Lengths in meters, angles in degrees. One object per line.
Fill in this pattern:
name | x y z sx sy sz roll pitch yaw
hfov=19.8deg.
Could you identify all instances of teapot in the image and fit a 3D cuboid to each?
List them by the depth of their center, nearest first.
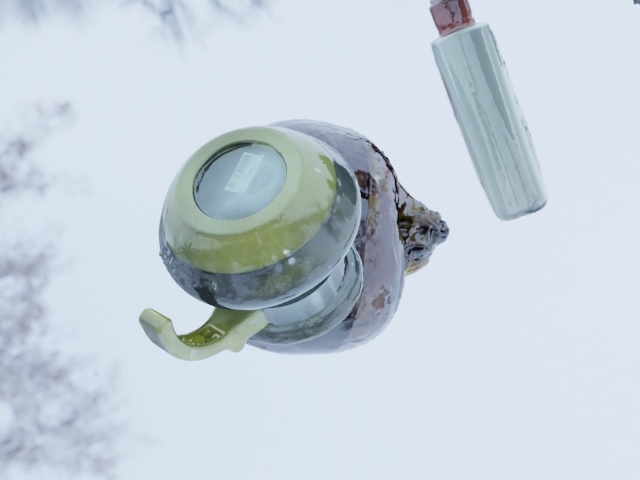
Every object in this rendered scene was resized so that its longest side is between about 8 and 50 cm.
teapot | -0.044 0.010 1.139 0.130 0.119 0.165 29 -112 35

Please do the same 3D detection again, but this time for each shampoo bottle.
shampoo bottle | 0.154 -0.170 1.859 0.071 0.284 0.153 -21 -166 8

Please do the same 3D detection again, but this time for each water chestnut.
water chestnut | 0.000 0.000 1.701 0.238 0.223 0.224 0 -175 -20

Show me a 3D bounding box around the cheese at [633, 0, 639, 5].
cheese | 0.481 -0.367 2.266 0.054 0.127 0.251 -12 179 -38
